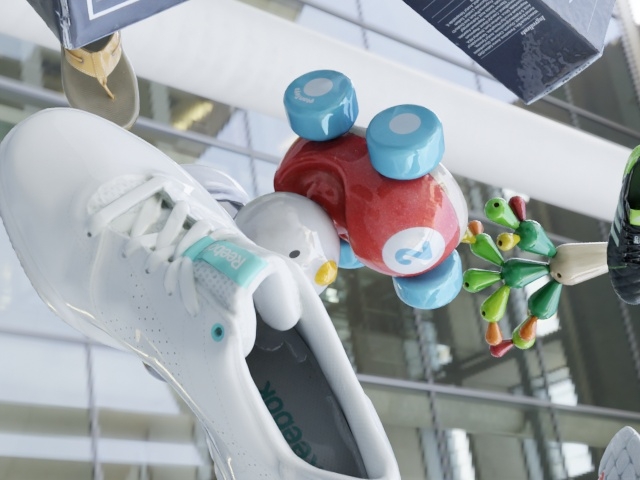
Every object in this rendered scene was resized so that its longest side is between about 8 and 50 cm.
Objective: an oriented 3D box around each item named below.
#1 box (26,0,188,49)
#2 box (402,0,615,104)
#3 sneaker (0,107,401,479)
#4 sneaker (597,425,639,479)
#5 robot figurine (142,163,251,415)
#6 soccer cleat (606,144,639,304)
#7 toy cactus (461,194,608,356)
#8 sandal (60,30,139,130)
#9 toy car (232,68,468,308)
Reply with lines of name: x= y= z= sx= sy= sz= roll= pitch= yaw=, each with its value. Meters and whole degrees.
box: x=-0.090 y=-0.327 z=0.756 sx=0.183 sy=0.296 sz=0.294 roll=48 pitch=-27 yaw=29
box: x=0.182 y=-0.263 z=1.172 sx=0.108 sy=0.207 sz=0.153 roll=-34 pitch=-156 yaw=47
sneaker: x=-0.040 y=0.017 z=0.424 sx=0.212 sy=0.080 sz=0.094 roll=48 pitch=-25 yaw=15
sneaker: x=0.264 y=0.208 z=0.913 sx=0.061 sy=0.065 sz=0.158 roll=-60 pitch=-158 yaw=24
robot figurine: x=-0.134 y=0.050 z=1.312 sx=0.209 sy=0.173 sz=0.278 roll=-43 pitch=-124 yaw=39
soccer cleat: x=0.341 y=-0.015 z=1.291 sx=0.060 sy=0.072 sz=0.179 roll=7 pitch=-78 yaw=17
toy cactus: x=0.261 y=0.036 z=1.449 sx=0.112 sy=0.180 sz=0.219 roll=-80 pitch=158 yaw=-69
sandal: x=-0.218 y=-0.192 z=1.153 sx=0.049 sy=0.072 sz=0.180 roll=160 pitch=-77 yaw=-81
toy car: x=0.000 y=0.000 z=1.162 sx=0.210 sy=0.219 sz=0.238 roll=28 pitch=-122 yaw=35
